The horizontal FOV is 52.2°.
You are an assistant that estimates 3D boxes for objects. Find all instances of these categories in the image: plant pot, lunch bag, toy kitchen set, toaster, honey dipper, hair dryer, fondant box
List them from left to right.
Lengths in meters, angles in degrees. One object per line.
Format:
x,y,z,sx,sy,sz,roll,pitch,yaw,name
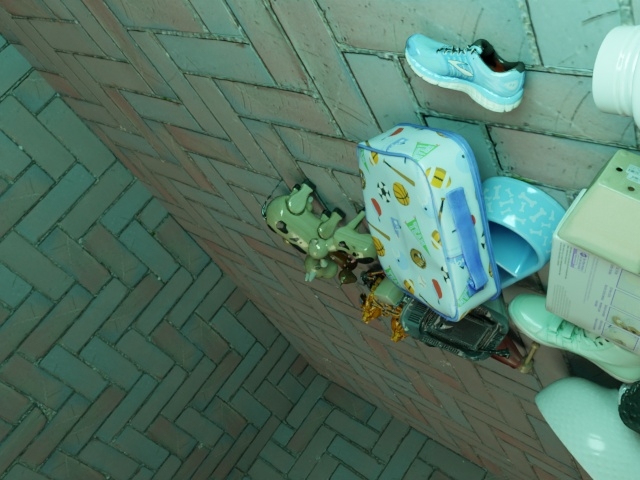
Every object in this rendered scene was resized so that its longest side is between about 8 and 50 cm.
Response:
0.173,-0.026,1.027,0.243,0.115,0.303,28,141,60,lunch bag
0.255,0.132,1.430,0.166,0.122,0.207,46,161,-24,toy kitchen set
0.263,0.125,1.244,0.227,0.146,0.129,22,124,-3,toaster
0.337,0.212,1.531,0.294,0.080,0.223,25,157,24,hair dryer
0.480,0.265,1.492,0.031,0.030,0.160,31,159,20,honey dipper
0.374,-0.045,0.802,0.109,0.109,0.096,30,149,24,plant pot
0.491,0.086,0.909,0.330,0.096,0.238,29,160,28,fondant box

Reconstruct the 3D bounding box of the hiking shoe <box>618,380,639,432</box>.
0.632,0.286,1.029,0.132,0.113,0.304,40,147,-27,hiking shoe

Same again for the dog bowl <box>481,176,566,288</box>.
0.297,0.000,1.099,0.166,0.074,0.297,37,162,3,dog bowl

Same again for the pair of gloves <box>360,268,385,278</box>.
0.129,0.069,1.434,0.083,0.074,0.010,147,110,-68,pair of gloves

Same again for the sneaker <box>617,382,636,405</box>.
0.704,0.381,1.165,0.366,0.137,0.210,25,156,26,sneaker

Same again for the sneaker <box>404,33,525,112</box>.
0.182,-0.225,0.809,0.162,0.063,0.073,28,143,16,sneaker

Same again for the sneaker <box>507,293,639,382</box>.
0.452,0.138,1.127,0.256,0.094,0.151,27,157,25,sneaker

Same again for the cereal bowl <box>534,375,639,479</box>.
0.604,0.403,1.318,0.339,0.141,0.339,43,-169,-11,cereal bowl

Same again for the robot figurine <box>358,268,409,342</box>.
0.187,0.177,1.739,0.211,0.085,0.291,32,162,14,robot figurine

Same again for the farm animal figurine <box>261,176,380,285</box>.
0.000,0.000,1.507,0.327,0.172,0.330,37,162,2,farm animal figurine

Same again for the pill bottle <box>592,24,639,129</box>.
0.357,-0.139,0.562,0.215,0.117,0.117,20,155,43,pill bottle
